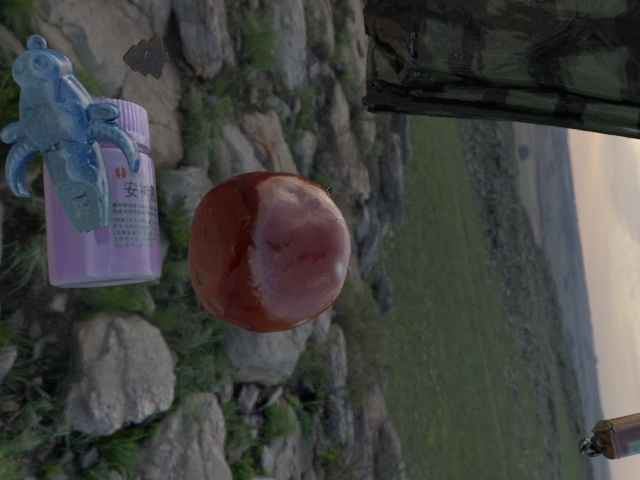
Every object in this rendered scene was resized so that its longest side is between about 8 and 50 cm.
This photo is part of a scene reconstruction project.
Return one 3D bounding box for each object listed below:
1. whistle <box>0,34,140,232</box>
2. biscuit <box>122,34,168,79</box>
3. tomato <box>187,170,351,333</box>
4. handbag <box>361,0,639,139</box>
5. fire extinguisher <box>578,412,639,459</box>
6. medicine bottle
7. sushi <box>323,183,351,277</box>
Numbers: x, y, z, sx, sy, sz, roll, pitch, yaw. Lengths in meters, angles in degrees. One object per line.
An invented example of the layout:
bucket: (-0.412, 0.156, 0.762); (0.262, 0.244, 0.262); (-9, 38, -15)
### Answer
whistle: (-0.345, -0.140, 0.849); (0.093, 0.180, 0.269); (-88, 165, -78)
biscuit: (-0.324, -0.338, 1.164); (0.092, 0.016, 0.082); (-19, 126, -38)
tomato: (-0.104, 0.019, 1.265); (0.325, 0.293, 0.290); (-110, -146, -40)
handbag: (0.145, -0.230, 0.446); (0.163, 0.326, 0.325); (-60, 142, -27)
fire extinguisher: (0.391, 0.233, 0.761); (0.062, 0.177, 0.050); (92, -15, -83)
medicine bottle: (-0.363, -0.072, 1.043); (0.178, 0.178, 0.291); (10, 73, -66)
sushi: (0.000, 0.000, 1.744); (0.140, 0.149, 0.287); (-27, 103, -57)
